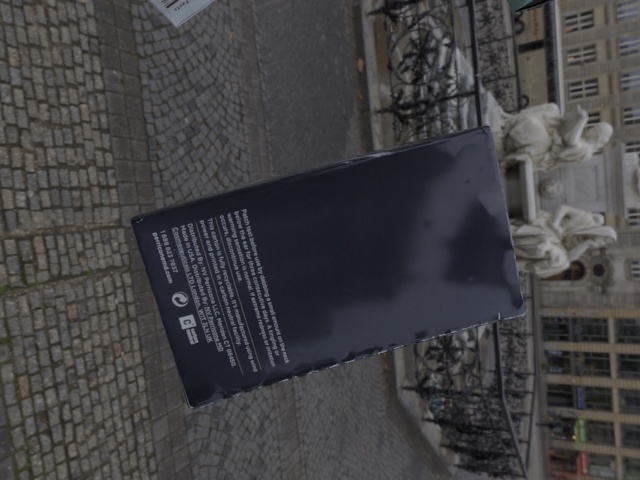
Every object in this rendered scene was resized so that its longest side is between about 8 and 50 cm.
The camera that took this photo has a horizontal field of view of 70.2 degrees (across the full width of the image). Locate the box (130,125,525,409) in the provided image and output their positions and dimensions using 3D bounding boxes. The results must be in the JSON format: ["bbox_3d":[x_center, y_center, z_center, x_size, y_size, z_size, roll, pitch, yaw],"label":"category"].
[{"bbox_3d":[0.000,0.000,0.547,0.343,0.312,0.179,-125,-159,-80],"label":"box"}]

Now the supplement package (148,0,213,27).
[{"bbox_3d":[-0.198,-0.445,0.519,0.262,0.198,0.199,29,37,-62],"label":"supplement package"}]

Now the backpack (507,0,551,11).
[{"bbox_3d":[0.351,-0.437,0.671,0.144,0.188,0.166,49,53,-11],"label":"backpack"}]
